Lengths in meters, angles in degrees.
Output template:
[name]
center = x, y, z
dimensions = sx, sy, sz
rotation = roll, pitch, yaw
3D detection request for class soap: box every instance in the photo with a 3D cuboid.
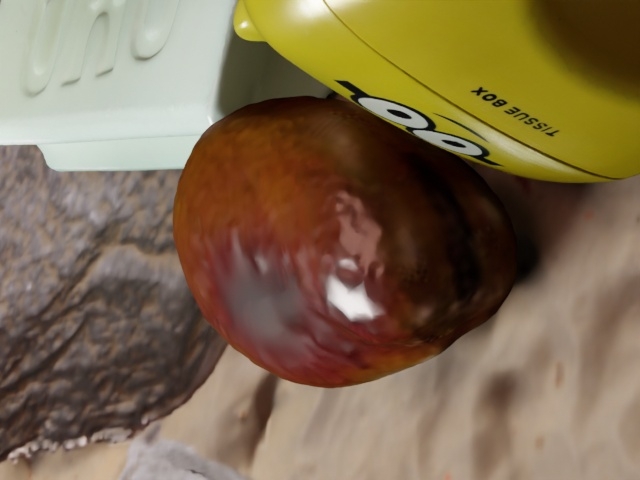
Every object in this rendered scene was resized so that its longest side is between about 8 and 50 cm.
[soap]
center = -0.075, -0.095, 0.851
dimensions = 0.198, 0.066, 0.119
rotation = 1, 76, 49

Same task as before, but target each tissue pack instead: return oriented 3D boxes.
[tissue pack]
center = 0.059, -0.094, 0.604
dimensions = 0.127, 0.178, 0.123
rotation = -14, 61, 43

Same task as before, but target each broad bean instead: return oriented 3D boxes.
[broad bean]
center = 0.000, 0.000, 0.707
dimensions = 0.165, 0.084, 0.114
rotation = -7, 82, 51
